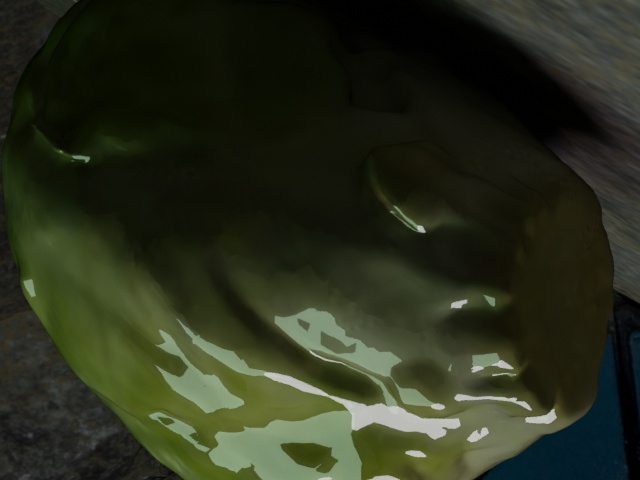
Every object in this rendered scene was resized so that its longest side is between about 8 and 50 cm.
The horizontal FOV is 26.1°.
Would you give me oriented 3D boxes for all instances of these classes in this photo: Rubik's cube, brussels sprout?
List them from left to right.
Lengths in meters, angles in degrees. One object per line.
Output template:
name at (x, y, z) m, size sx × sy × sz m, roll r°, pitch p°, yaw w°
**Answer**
brussels sprout at (-0.003, 0.005, 0.668) m, size 0.316 × 0.243 × 0.274 m, roll 27°, pitch 153°, yaw 23°
Rubik's cube at (0.287, 0.232, 1.177) m, size 0.260 × 0.259 × 0.255 m, roll 36°, pitch -178°, yaw 21°
